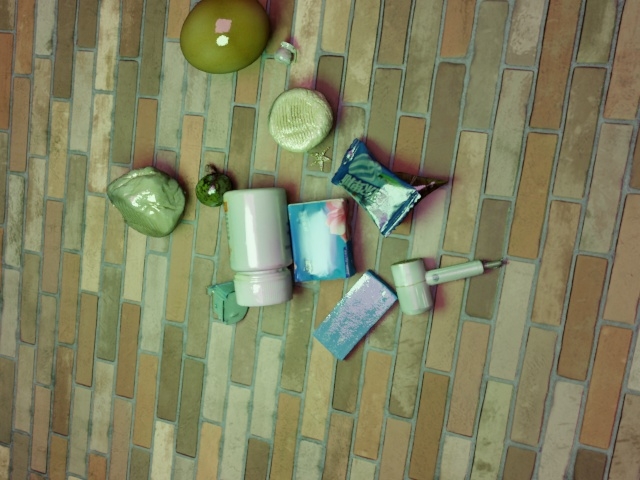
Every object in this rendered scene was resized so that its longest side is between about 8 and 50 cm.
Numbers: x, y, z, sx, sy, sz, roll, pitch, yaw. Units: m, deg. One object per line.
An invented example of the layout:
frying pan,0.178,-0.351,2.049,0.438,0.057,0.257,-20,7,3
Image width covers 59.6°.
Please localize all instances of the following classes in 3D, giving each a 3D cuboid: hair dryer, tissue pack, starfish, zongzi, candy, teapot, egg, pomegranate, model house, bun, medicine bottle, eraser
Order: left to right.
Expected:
bun,-0.604,-0.148,2.007,0.282,0.281,0.204,23,67,15
pomegranate,-0.376,-0.193,2.001,0.138,0.163,0.126,-33,124,32
egg,-0.321,-0.685,1.857,0.323,0.250,0.250,-19,89,22
model house,-0.349,0.208,2.031,0.149,0.120,0.148,29,125,36
medicine bottle,-0.205,0.017,1.900,0.219,0.219,0.387,-5,94,18
teapot,-0.113,-0.634,1.896,0.083,0.064,0.064,24,94,18
bun,-0.063,-0.401,1.863,0.221,0.134,0.220,0,91,12
starfish,-0.003,-0.286,1.917,0.092,0.016,0.086,25,100,17
tissue pack,0.000,0.000,1.875,0.209,0.137,0.269,-4,94,19
eraser,0.118,0.257,1.910,0.144,0.043,0.311,42,105,10
candy,0.166,-0.170,1.790,0.331,0.077,0.187,49,117,31
zongzi,0.302,-0.118,1.794,0.184,0.084,0.187,12,100,22
hair dryer,0.417,0.119,1.784,0.358,0.107,0.172,-14,93,12
